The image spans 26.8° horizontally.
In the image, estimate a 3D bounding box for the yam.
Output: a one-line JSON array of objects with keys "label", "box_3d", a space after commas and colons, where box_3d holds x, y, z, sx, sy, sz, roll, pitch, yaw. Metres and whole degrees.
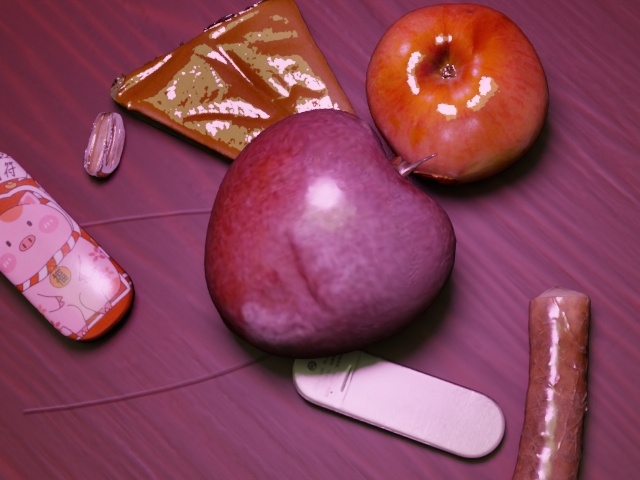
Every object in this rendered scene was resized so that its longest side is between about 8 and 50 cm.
[{"label": "yam", "box_3d": [0.238, 0.221, 1.429, 0.081, 0.081, 0.356, 6, 76, 7]}]

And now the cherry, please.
[{"label": "cherry", "box_3d": [0.000, 0.000, 1.435, 0.307, 0.221, 0.261, -42, 87, 16]}]

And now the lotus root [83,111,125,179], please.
[{"label": "lotus root", "box_3d": [-0.254, -0.110, 1.584, 0.037, 0.030, 0.083, -1, 70, 38]}]

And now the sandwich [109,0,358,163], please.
[{"label": "sandwich", "box_3d": [-0.097, -0.147, 1.561, 0.245, 0.063, 0.212, -28, 76, 0]}]

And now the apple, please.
[{"label": "apple", "box_3d": [0.151, -0.164, 1.487, 0.210, 0.164, 0.209, -2, 75, 8]}]

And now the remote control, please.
[{"label": "remote control", "box_3d": [0.085, 0.175, 1.483, 0.245, 0.022, 0.077, 18, 76, 10]}]

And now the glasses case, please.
[{"label": "glasses case", "box_3d": [-0.324, 0.006, 1.542, 0.267, 0.067, 0.103, 43, 82, 13]}]
